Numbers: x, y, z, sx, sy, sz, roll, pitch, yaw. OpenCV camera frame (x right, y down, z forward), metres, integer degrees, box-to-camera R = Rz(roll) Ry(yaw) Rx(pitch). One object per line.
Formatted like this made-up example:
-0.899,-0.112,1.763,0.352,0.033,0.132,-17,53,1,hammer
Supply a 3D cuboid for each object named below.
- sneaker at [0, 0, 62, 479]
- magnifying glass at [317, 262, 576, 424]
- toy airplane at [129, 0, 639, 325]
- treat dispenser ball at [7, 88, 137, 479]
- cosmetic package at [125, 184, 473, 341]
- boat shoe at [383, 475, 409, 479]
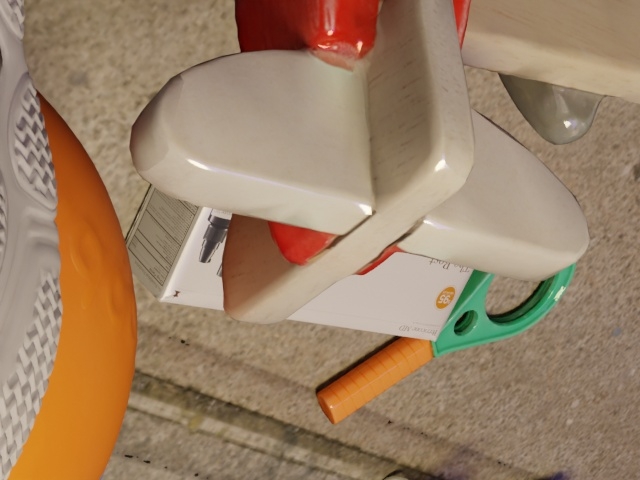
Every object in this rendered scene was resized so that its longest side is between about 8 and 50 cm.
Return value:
-0.166,-0.046,0.387,0.153,0.268,0.101,-12,167,6,sneaker
0.098,0.064,1.012,0.231,0.026,0.092,-31,135,-16,magnifying glass
-0.007,-0.149,0.594,0.384,0.272,0.386,-40,107,-29,toy airplane
-0.220,0.037,0.550,0.288,0.288,0.288,-21,131,-26,treat dispenser ball
0.000,0.000,0.862,0.239,0.060,0.099,11,114,-42,cosmetic package
0.100,0.259,1.077,0.367,0.136,0.156,-2,121,-41,boat shoe
